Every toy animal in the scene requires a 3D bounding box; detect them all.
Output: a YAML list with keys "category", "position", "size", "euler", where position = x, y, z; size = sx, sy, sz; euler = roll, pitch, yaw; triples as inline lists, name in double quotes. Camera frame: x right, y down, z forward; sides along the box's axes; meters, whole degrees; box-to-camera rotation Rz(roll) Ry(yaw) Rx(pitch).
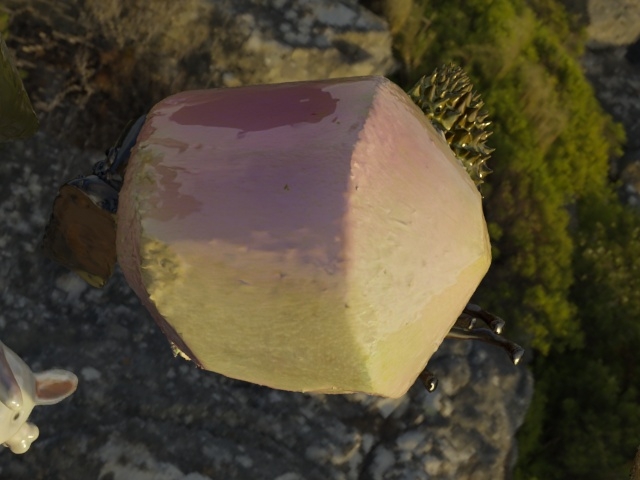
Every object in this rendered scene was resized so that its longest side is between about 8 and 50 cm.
- category: "toy animal"
  position: [0.033, 0.068, 0.917]
  size: [0.259, 0.087, 0.243]
  euler: [19, 4, 40]
- category: "toy animal"
  position: [-0.355, 0.158, 1.010]
  size: [0.138, 0.140, 0.282]
  euler: [-101, 163, -48]

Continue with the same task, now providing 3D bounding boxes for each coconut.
- category: "coconut"
  position: [0.000, 0.000, 0.711]
  size: [0.245, 0.233, 0.233]
  euler: [4, 36, 16]

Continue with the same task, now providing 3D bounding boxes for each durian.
- category: "durian"
  position: [0.101, -0.078, 1.252]
  size: [0.172, 0.306, 0.166]
  euler: [15, 21, -22]

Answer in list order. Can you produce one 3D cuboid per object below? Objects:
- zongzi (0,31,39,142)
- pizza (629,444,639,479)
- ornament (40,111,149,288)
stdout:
- category: "zongzi"
  position: [-0.355, -0.264, 0.647]
  size: [0.418, 0.181, 0.447]
  euler: [-8, 75, -83]
- category: "pizza"
  position: [0.360, 0.274, 0.969]
  size: [0.184, 0.176, 0.036]
  euler: [-18, 14, -8]
- category: "ornament"
  position: [-0.239, -0.086, 1.305]
  size: [0.106, 0.251, 0.260]
  euler: [38, 55, -5]
